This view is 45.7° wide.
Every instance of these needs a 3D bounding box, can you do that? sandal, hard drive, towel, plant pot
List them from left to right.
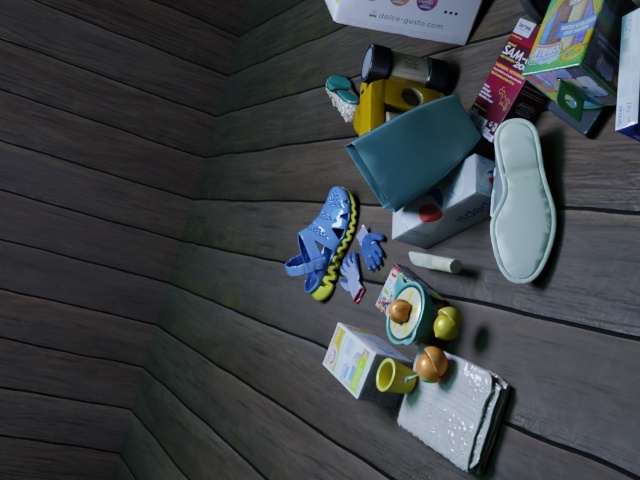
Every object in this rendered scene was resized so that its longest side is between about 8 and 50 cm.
[{"bbox_3d":[0.000,0.000,2.060,0.126,0.138,0.317,9,81,66],"label":"sandal"},{"bbox_3d":[0.197,-0.194,1.575,0.234,0.165,0.165,-33,6,-1],"label":"plant pot"},{"bbox_3d":[0.247,0.317,1.473,0.282,0.049,0.187,15,87,65],"label":"towel"},{"bbox_3d":[0.480,-0.253,1.388,0.094,0.022,0.135,-61,28,22],"label":"hard drive"}]

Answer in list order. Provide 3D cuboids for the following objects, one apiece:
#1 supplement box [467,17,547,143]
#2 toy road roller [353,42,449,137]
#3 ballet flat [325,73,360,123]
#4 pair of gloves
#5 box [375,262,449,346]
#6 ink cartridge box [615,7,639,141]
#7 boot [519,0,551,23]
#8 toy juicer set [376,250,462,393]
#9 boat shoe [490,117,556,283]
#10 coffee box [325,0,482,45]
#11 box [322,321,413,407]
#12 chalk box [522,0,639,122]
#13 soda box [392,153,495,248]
[{"bbox_3d":[0.398,-0.314,1.530,0.239,0.073,0.130,-63,27,18],"label":"supplement box"},{"bbox_3d":[0.180,-0.287,1.823,0.240,0.203,0.329,120,156,-57],"label":"toy road roller"},{"bbox_3d":[0.064,-0.418,2.256,0.241,0.091,0.077,-109,21,-56],"label":"ballet flat"},{"bbox_3d":[0.106,0.054,1.945,0.198,0.023,0.159,-60,30,26],"label":"pair of gloves"},{"bbox_3d":[0.199,0.141,1.687,0.114,0.036,0.207,-67,26,11],"label":"box"},{"bbox_3d":[0.526,-0.259,1.213,0.046,0.097,0.207,-18,58,59],"label":"ink cartridge box"},{"bbox_3d":[0.510,-0.594,1.411,0.260,0.131,0.347,3,77,64],"label":"boot"},{"bbox_3d":[0.199,0.140,1.534,0.209,0.090,0.328,-29,46,58],"label":"toy juicer set"},{"bbox_3d":[0.378,-0.067,1.431,0.099,0.116,0.319,50,-141,-68],"label":"boat shoe"},{"bbox_3d":[0.199,-0.708,1.789,0.338,0.338,0.334,-104,25,-49],"label":"coffee box"},{"bbox_3d":[0.103,0.278,1.719,0.203,0.103,0.114,33,104,63],"label":"box"},{"bbox_3d":[0.451,-0.308,1.306,0.132,0.132,0.213,8,71,58],"label":"chalk box"},{"bbox_3d":[0.270,-0.075,1.610,0.286,0.098,0.091,-32,47,53],"label":"soda box"}]
